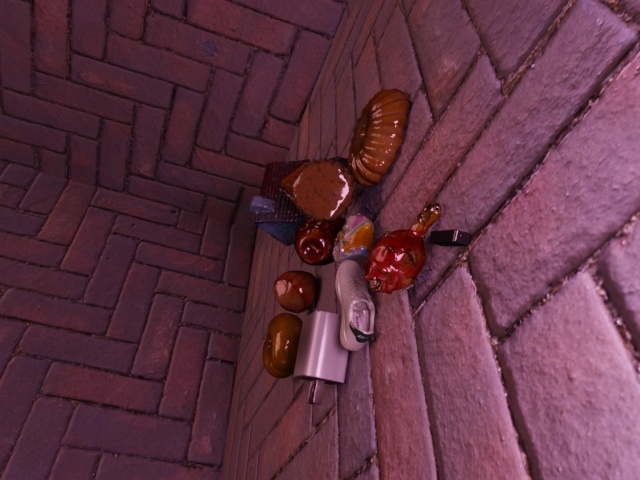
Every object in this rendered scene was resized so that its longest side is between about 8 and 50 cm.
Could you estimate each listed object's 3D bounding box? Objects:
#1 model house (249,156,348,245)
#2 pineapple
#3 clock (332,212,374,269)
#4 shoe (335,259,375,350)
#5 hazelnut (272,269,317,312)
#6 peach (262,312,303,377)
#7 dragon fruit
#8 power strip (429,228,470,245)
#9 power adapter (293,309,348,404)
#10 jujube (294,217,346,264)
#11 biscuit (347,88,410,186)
[{"bbox_3d":[-0.093,-0.188,1.967,0.297,0.339,0.359,122,159,-55],"label":"model house"},{"bbox_3d":[0.027,-0.169,1.632,0.362,0.202,0.201,-41,-30,-79],"label":"pineapple"},{"bbox_3d":[0.098,0.007,1.490,0.231,0.104,0.144,126,147,-57],"label":"clock"},{"bbox_3d":[0.103,0.158,1.340,0.110,0.095,0.264,127,146,-56],"label":"shoe"},{"bbox_3d":[-0.099,0.189,1.934,0.182,0.182,0.181,-165,90,-76],"label":"hazelnut"},{"bbox_3d":[-0.139,0.404,1.900,0.251,0.153,0.250,-165,90,-83],"label":"peach"},{"bbox_3d":[0.193,0.013,1.112,0.246,0.126,0.125,-58,3,8],"label":"dragon fruit"},{"bbox_3d":[0.260,-0.004,1.008,0.111,0.038,0.029,177,107,-77],"label":"power strip"},{"bbox_3d":[0.003,0.348,1.455,0.187,0.124,0.255,134,148,-66],"label":"power adapter"},{"bbox_3d":[0.000,0.000,1.642,0.255,0.190,0.189,-31,-40,-74],"label":"jujube"},{"bbox_3d":[0.172,-0.331,1.584,0.326,0.107,0.325,-161,90,-76],"label":"biscuit"}]
